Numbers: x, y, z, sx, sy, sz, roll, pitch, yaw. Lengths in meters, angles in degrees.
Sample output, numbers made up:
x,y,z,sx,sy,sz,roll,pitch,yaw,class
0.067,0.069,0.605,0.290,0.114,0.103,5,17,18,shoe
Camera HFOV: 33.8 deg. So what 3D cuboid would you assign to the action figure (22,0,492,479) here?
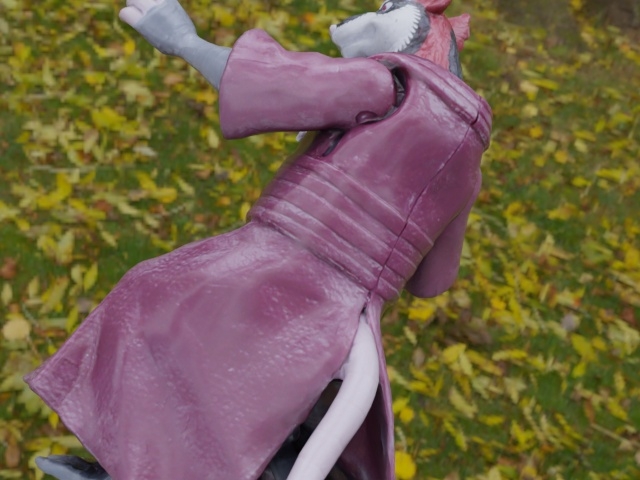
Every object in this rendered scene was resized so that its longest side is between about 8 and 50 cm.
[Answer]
x,y,z,sx,sy,sz,roll,pitch,yaw,class
0.000,0.000,0.580,0.248,0.370,0.276,34,-7,-34,action figure
